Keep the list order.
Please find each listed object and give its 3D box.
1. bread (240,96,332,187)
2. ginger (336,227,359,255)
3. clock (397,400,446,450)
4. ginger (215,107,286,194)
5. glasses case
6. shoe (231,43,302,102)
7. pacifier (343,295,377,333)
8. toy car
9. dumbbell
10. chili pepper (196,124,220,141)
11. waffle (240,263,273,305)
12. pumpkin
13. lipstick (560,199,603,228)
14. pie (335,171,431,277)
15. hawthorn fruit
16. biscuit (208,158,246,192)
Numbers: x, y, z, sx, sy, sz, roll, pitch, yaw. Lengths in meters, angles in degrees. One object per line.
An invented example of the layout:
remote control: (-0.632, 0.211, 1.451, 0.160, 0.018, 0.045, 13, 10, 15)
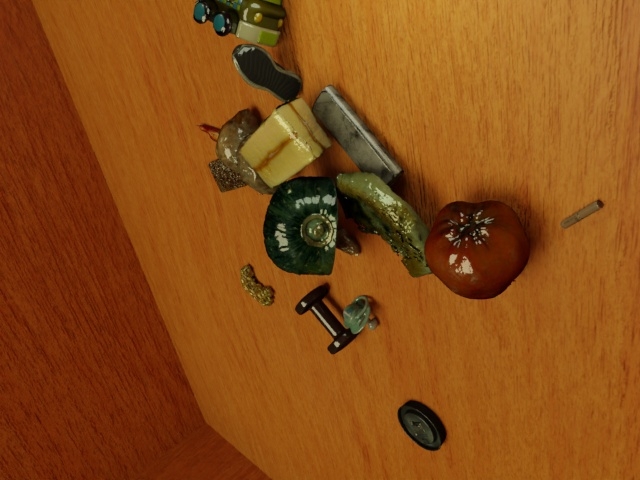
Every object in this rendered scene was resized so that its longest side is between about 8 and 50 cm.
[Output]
bread: (-0.120, -0.235, 1.459, 0.264, 0.163, 0.167, -36, 99, 30)
ginger: (0.000, 0.000, 1.740, 0.295, 0.086, 0.131, 16, 106, 39)
clock: (0.346, 0.632, 1.849, 0.184, 0.040, 0.184, 32, 139, 34)
ginger: (-0.210, -0.289, 1.701, 0.375, 0.176, 0.256, 22, 116, 44)
glasses case: (0.094, -0.261, 1.415, 0.299, 0.060, 0.114, 52, 152, 9)
shoe: (-0.157, -0.459, 1.473, 0.099, 0.228, 0.112, -58, 41, 10)
pacifier: (0.140, 0.250, 1.768, 0.117, 0.126, 0.150, 27, 172, -19)
toy car: (-0.199, -0.632, 1.409, 0.248, 0.204, 0.198, 36, 118, 28)
dumbbell: (0.025, 0.276, 1.892, 0.225, 0.124, 0.140, 49, 145, 13)
chili pepper: (-0.395, -0.392, 1.970, 0.178, 0.027, 0.045, 29, 133, 36)
waffle: (-0.272, 0.196, 2.278, 0.194, 0.051, 0.149, 37, 143, 29)
pumpkin: (-0.065, -0.043, 1.543, 0.263, 0.197, 0.292, -103, 16, -68)
lipstick: (0.520, -0.051, 1.078, 0.019, 0.019, 0.094, 52, 147, 8)
pie: (0.170, -0.050, 1.414, 0.371, 0.078, 0.296, 40, 164, 30)
hawthorn fruit: (0.351, 0.032, 1.214, 0.224, 0.224, 0.261, 31, 161, 35)
biscuit: (-0.345, -0.251, 2.023, 0.237, 0.026, 0.131, -5, 114, 55)
